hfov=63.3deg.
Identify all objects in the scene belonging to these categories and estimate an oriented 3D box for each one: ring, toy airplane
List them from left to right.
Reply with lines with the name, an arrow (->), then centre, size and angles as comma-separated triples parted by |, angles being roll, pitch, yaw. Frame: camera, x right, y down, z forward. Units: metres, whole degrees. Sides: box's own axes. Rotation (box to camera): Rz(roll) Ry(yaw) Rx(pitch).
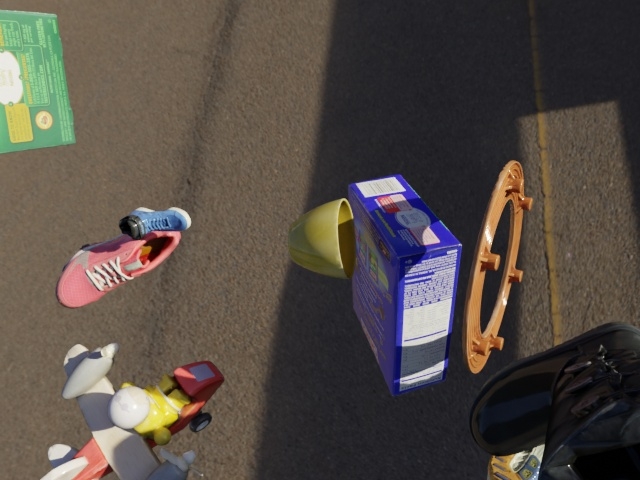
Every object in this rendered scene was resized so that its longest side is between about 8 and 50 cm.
toy airplane -> -0.435, 0.416, 1.152 | 0.385, 0.273, 0.385 | 9, 51, -2
ring -> 0.286, 0.044, 0.816 | 0.032, 0.337, 0.337 | 12, 68, 28

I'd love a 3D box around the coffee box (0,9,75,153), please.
coffee box -> -0.283, -0.118, 0.390 | 0.040, 0.184, 0.113 | 11, 113, 28

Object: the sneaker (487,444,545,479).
sneaker -> 0.435, 0.449, 1.065 | 0.296, 0.131, 0.111 | -20, 30, -32

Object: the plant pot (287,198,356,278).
plant pot -> 0.000, 0.000, 0.876 | 0.095, 0.134, 0.134 | -4, 62, 15

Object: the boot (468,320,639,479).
boot -> 0.357, 0.281, 0.765 | 0.367, 0.445, 0.146 | -43, 80, 18

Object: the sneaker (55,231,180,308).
sneaker -> -0.454, 0.045, 1.171 | 0.313, 0.116, 0.136 | -38, 30, -15

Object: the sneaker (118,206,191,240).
sneaker -> -0.352, -0.032, 1.089 | 0.152, 0.058, 0.085 | 8, 30, 22

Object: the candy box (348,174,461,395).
candy box -> 0.145, 0.079, 0.985 | 0.122, 0.318, 0.268 | -9, 34, -11
